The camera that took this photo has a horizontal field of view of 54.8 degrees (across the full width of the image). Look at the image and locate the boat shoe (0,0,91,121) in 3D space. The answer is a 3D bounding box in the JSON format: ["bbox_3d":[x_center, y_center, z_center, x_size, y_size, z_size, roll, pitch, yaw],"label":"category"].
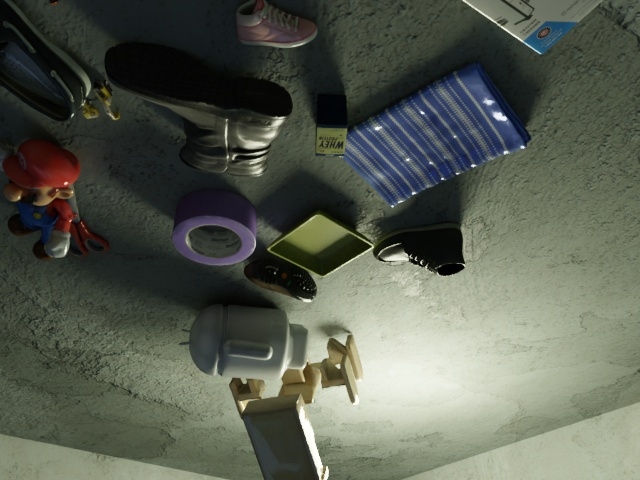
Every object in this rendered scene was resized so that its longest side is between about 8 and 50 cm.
[{"bbox_3d":[-0.512,-0.313,0.996,0.302,0.091,0.114,35,126,-30],"label":"boat shoe"}]

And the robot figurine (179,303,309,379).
[{"bbox_3d":[-0.213,0.284,1.732,0.353,0.200,0.300,6,175,-11],"label":"robot figurine"}]

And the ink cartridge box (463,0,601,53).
[{"bbox_3d":[0.309,-0.397,0.923,0.203,0.086,0.148,20,139,-27],"label":"ink cartridge box"}]

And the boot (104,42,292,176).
[{"bbox_3d":[-0.236,-0.216,1.140,0.338,0.118,0.223,17,145,-16],"label":"boot"}]

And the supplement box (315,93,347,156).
[{"bbox_3d":[0.019,-0.216,1.162,0.056,0.083,0.083,2,144,-2],"label":"supplement box"}]

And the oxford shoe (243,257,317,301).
[{"bbox_3d":[-0.102,0.100,1.606,0.227,0.083,0.096,30,156,-37],"label":"oxford shoe"}]

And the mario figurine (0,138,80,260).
[{"bbox_3d":[-0.603,-0.078,1.268,0.198,0.170,0.320,14,143,-16],"label":"mario figurine"}]

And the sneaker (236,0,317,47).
[{"bbox_3d":[-0.074,-0.355,1.000,0.134,0.051,0.070,1,149,5],"label":"sneaker"}]

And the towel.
[{"bbox_3d":[0.219,-0.195,1.232,0.336,0.040,0.243,-25,136,29],"label":"towel"}]

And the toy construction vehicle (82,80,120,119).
[{"bbox_3d":[-0.425,-0.258,1.137,0.086,0.035,0.098,-6,143,6],"label":"toy construction vehicle"}]

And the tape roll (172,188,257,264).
[{"bbox_3d":[-0.240,-0.028,1.414,0.189,0.080,0.189,-1,142,-1],"label":"tape roll"}]

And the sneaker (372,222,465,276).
[{"bbox_3d":[0.231,0.035,1.474,0.222,0.118,0.083,-15,141,18],"label":"sneaker"}]

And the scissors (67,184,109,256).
[{"bbox_3d":[-0.577,-0.049,1.425,0.109,0.021,0.297,0,145,2],"label":"scissors"}]

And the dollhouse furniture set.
[{"bbox_3d":[-0.067,0.498,1.816,0.362,0.394,0.256,-12,105,13],"label":"dollhouse furniture set"}]

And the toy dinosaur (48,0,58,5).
[{"bbox_3d":[-0.434,-0.400,0.945,0.082,0.047,0.090,11,135,-46],"label":"toy dinosaur"}]

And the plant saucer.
[{"bbox_3d":[0.000,0.000,1.484,0.188,0.045,0.188,28,135,-33],"label":"plant saucer"}]
